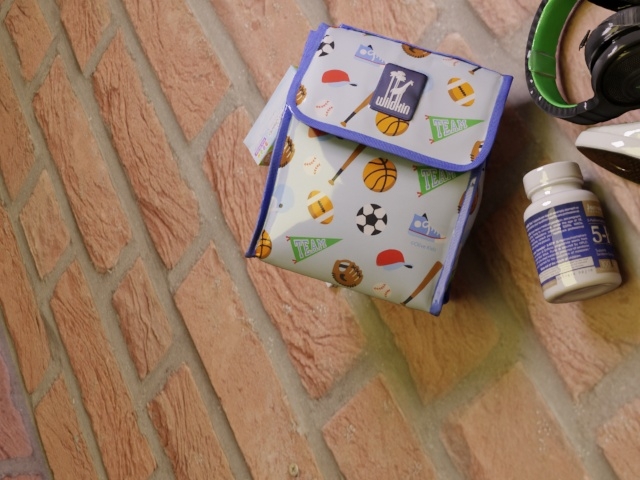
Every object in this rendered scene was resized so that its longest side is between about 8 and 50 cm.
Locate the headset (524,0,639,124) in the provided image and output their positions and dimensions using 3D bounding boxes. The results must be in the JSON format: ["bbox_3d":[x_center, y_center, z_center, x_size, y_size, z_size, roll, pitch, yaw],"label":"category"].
[{"bbox_3d":[0.400,-0.309,1.434,0.394,0.185,0.243,-25,58,54],"label":"headset"}]

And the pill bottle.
[{"bbox_3d":[0.353,-0.012,1.537,0.112,0.112,0.187,-27,68,43],"label":"pill bottle"}]

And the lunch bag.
[{"bbox_3d":[0.094,-0.115,1.660,0.328,0.239,0.385,18,97,7],"label":"lunch bag"}]

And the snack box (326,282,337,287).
[{"bbox_3d":[0.000,0.000,1.987,0.064,0.022,0.178,-51,53,31],"label":"snack box"}]

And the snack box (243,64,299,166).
[{"bbox_3d":[-0.004,-0.204,1.871,0.174,0.207,0.070,-55,50,30],"label":"snack box"}]

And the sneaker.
[{"bbox_3d":[0.482,-0.137,1.436,0.290,0.106,0.123,15,75,48],"label":"sneaker"}]
